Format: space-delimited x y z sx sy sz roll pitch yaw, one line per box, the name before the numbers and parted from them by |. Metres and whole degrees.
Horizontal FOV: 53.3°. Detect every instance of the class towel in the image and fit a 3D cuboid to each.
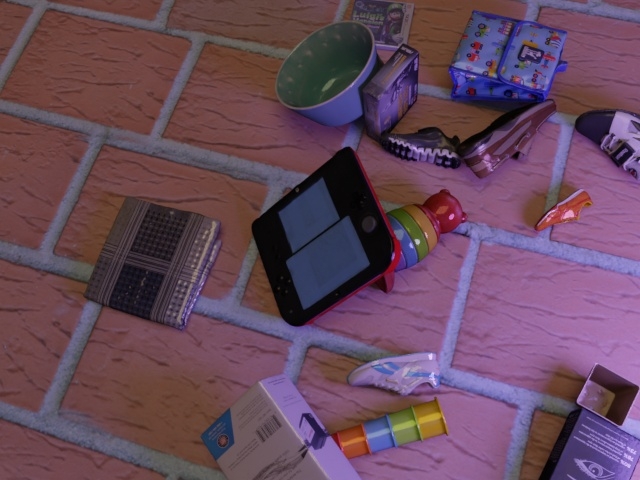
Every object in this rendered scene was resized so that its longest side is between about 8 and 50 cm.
towel | -0.452 0.054 1.752 0.312 0.056 0.324 15 74 14

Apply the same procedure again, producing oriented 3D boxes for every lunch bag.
lunch bag | 0.535 -0.498 1.784 0.293 0.138 0.220 16 69 22

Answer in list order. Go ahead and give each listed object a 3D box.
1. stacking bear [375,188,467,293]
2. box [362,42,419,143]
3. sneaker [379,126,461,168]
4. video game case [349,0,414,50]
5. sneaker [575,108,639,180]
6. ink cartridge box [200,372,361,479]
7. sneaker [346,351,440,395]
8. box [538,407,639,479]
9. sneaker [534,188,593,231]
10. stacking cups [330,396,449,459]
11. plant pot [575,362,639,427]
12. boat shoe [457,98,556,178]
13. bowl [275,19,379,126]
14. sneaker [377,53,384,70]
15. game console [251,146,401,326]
stacking bear | 0.241 -0.023 1.657 0.289 0.164 0.175 -32 70 -12
box | 0.196 -0.399 1.756 0.056 0.231 0.183 34 76 18
sneaker | 0.285 -0.275 1.787 0.234 0.078 0.106 14 69 7
video game case | 0.183 -0.669 1.971 0.191 0.022 0.173 9 70 9
sneaker | 0.833 -0.241 1.695 0.331 0.122 0.146 22 71 13
ink cartridge box | -0.093 0.497 1.460 0.223 0.129 0.307 -45 70 17
sneaker | 0.179 0.334 1.560 0.229 0.087 0.092 -10 71 3
box | 0.605 0.510 1.441 0.153 0.108 0.207 29 75 15
sneaker | 0.643 -0.071 1.682 0.175 0.064 0.067 -32 80 -4
stacking cups | 0.142 0.464 1.523 0.316 0.096 0.096 -18 69 4
plant pot | 0.661 0.367 1.496 0.109 0.096 0.109 29 75 16
boat shoe | 0.520 -0.278 1.754 0.324 0.122 0.119 -32 102 -16
bowl | 0.045 -0.443 1.791 0.312 0.163 0.311 -18 52 25
sneaker | 0.149 -0.498 1.894 0.089 0.051 0.170 -30 73 -11
game console | 0.000 0.000 1.612 0.387 0.060 0.342 -36 67 29
